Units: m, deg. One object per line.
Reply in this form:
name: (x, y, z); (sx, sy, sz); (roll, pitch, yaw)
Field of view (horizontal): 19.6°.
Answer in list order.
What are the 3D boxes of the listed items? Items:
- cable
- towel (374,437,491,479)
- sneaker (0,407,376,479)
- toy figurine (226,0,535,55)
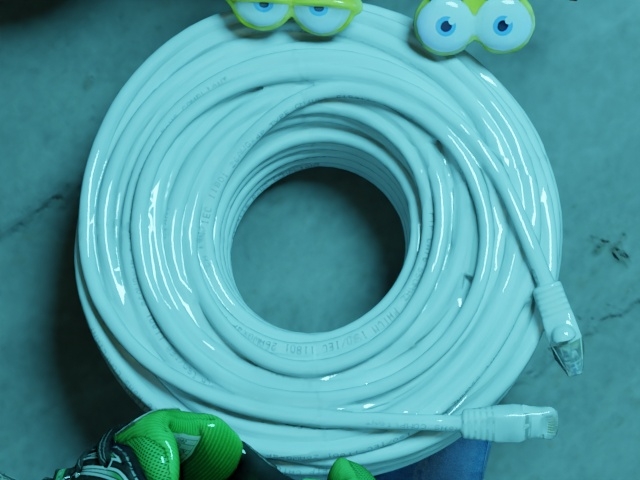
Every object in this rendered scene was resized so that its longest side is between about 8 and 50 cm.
cable: (0.000, 0.000, 0.988); (0.257, 0.089, 0.257); (-9, 78, 4)
towel: (0.053, 0.143, 1.028); (0.067, 0.029, 0.119); (16, 91, 3)
sneaker: (-0.097, 0.144, 0.935); (0.343, 0.134, 0.146); (5, 104, 31)
toy figurine: (-0.030, -0.242, 0.912); (0.362, 0.217, 0.191); (9, 65, 5)
